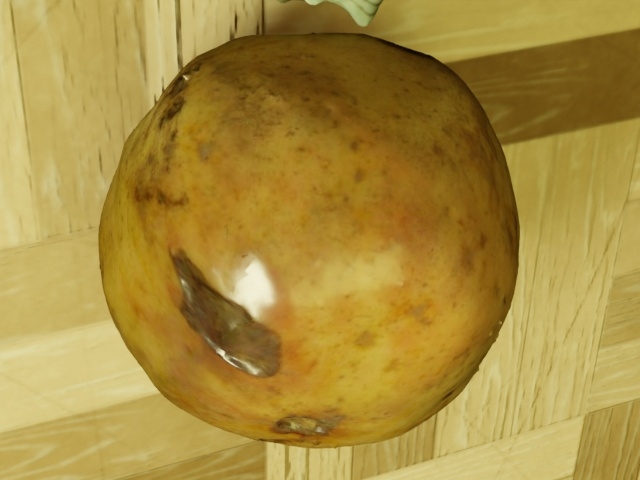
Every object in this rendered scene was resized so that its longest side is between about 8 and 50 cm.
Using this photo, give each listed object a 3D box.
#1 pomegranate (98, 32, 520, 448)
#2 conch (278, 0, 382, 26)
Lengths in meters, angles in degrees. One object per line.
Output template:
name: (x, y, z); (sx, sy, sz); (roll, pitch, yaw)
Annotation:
pomegranate: (0.000, 0.000, 0.824); (0.281, 0.281, 0.281); (-14, 128, -18)
conch: (0.028, -0.215, 0.786); (0.234, 0.137, 0.114); (-38, 158, 13)
